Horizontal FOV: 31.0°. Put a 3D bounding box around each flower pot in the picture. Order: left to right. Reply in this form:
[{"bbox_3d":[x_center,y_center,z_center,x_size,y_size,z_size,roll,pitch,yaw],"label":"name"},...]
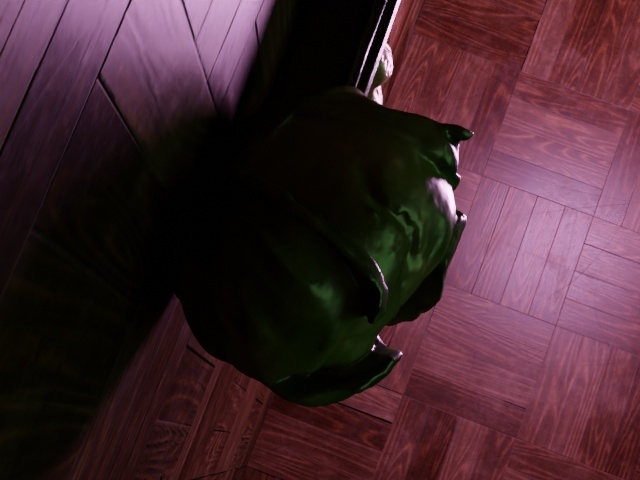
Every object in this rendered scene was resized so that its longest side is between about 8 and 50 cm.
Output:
[{"bbox_3d":[0.016,-0.198,1.191,0.179,0.084,0.251,-33,142,-83],"label":"flower pot"}]

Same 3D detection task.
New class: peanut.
[{"bbox_3d":[0.055,-0.229,1.609,0.187,0.082,0.082,103,8,-58],"label":"peanut"}]

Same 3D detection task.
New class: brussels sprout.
[{"bbox_3d":[-0.003,0.000,0.969,0.259,0.227,0.294,-53,179,-20],"label":"brussels sprout"}]

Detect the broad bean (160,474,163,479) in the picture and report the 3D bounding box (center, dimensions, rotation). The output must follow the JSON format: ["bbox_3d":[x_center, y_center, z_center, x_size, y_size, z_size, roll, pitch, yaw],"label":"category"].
[{"bbox_3d":[-0.212,0.382,1.331,0.053,0.052,0.256,4,116,-43],"label":"broad bean"}]
